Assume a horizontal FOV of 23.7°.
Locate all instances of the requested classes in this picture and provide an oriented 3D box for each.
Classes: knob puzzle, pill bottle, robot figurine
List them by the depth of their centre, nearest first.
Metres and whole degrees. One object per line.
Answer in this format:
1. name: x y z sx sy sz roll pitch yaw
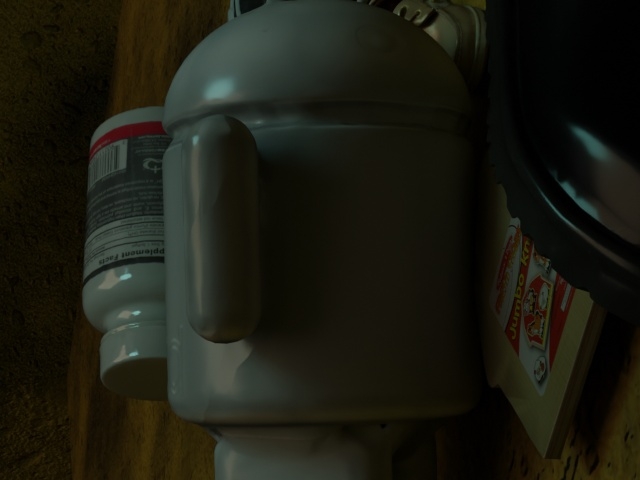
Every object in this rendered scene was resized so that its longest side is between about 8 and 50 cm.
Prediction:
1. knob puzzle: 0.129 -0.001 0.848 0.213 0.030 0.213 -175 90 -76
2. robot figurine: 0.000 0.000 0.967 0.300 0.200 0.353 12 -105 -67
3. pill bottle: -0.189 0.018 1.790 0.176 0.176 0.318 120 152 -58

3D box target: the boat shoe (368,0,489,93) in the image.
1. boat shoe: 0.071 -0.142 1.067 0.170 0.059 0.063 -128 46 -70

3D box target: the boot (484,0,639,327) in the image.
1. boot: 0.154 -0.150 0.602 0.348 0.131 0.260 -100 21 -48

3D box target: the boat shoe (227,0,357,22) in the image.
1. boat shoe: -0.015 -0.258 1.322 0.119 0.121 0.335 109 163 -55
